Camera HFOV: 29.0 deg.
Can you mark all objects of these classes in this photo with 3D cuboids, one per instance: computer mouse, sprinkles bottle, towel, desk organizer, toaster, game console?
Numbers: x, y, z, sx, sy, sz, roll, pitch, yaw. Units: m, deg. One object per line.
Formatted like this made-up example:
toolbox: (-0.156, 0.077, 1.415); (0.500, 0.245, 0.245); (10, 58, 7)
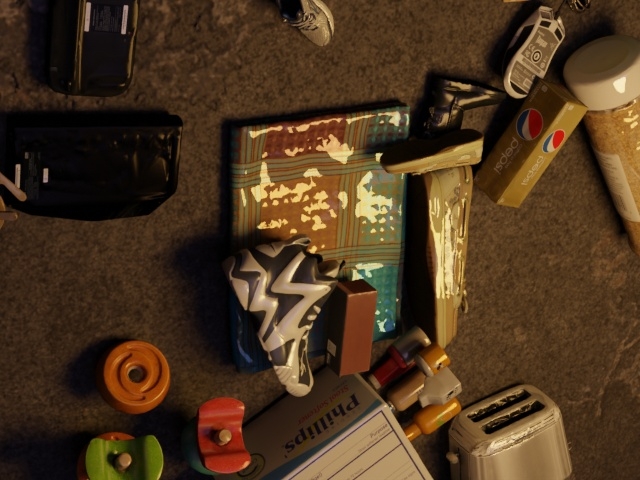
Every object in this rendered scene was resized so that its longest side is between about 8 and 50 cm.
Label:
computer mouse: (0.304, -0.292, 1.737); (0.106, 0.042, 0.193); (29, 92, -39)
sprinkles bottle: (0.470, -0.132, 1.849); (0.121, 0.121, 0.355); (-36, 125, -8)
towel: (0.000, 0.000, 1.720); (0.271, 0.040, 0.370); (-10, 117, -24)
desk organizer: (0.043, 0.123, 1.748); (0.050, 0.047, 0.130); (-7, 115, -28)
toaster: (0.308, 0.331, 1.984); (0.227, 0.129, 0.146); (-21, 119, -15)
game console: (-0.264, -0.192, 1.490); (0.213, 0.044, 0.361); (-3, 116, -26)

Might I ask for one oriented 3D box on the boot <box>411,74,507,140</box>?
boot: (0.193, -0.174, 1.732); (0.121, 0.045, 0.099); (7, 108, -22)

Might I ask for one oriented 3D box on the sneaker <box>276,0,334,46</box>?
sneaker: (-0.028, -0.285, 1.543); (0.052, 0.058, 0.135); (-14, 135, 27)

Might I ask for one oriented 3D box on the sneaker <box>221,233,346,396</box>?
sneaker: (-0.020, 0.092, 1.671); (0.153, 0.094, 0.235); (-27, 111, -4)

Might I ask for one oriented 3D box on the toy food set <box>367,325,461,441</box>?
toy food set: (0.135, 0.214, 1.838); (0.104, 0.111, 0.232); (-36, 156, -8)

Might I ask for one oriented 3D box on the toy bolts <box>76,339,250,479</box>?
toy bolts: (-0.220, 0.256, 1.705); (0.228, 0.158, 0.218); (3, 72, -18)

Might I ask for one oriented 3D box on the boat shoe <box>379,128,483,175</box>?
boat shoe: (0.153, -0.112, 1.696); (0.153, 0.056, 0.048); (-18, 126, -21)

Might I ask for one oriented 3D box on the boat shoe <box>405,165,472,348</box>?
boat shoe: (0.181, 0.027, 1.786); (0.089, 0.104, 0.285); (-12, 118, -19)

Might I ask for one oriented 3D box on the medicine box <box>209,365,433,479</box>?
medicine box: (0.016, 0.371, 1.839); (0.263, 0.149, 0.289); (-36, 124, -8)

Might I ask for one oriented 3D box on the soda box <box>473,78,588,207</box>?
soda box: (0.297, -0.136, 1.763); (0.058, 0.061, 0.181); (5, 125, -46)

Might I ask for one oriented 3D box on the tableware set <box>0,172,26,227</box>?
tableware set: (-0.448, -0.062, 1.433); (0.128, 0.039, 0.194); (-41, 119, 9)
